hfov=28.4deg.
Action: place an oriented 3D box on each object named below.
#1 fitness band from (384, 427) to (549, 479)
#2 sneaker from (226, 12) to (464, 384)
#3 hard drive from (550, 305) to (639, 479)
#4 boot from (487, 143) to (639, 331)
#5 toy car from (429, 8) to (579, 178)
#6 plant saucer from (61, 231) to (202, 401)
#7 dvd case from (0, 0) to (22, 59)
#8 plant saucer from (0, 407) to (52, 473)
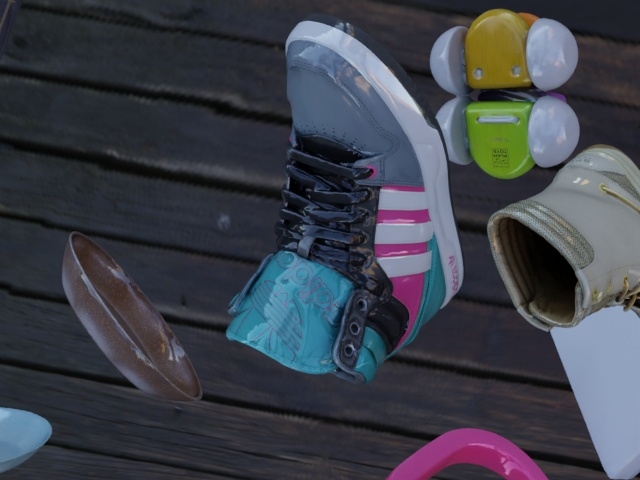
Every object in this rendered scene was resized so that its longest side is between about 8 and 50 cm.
[{"bbox_3d":[0.181,0.321,1.459,0.209,0.291,0.054,43,124,19],"label":"fitness band"},{"bbox_3d":[0.000,0.000,0.897,0.124,0.295,0.178,21,59,36],"label":"sneaker"},{"bbox_3d":[0.403,0.088,1.472,0.047,0.353,0.233,5,49,-25],"label":"hard drive"},{"bbox_3d":[0.276,0.049,1.142,0.203,0.095,0.262,-29,83,-48],"label":"boot"},{"bbox_3d":[0.213,-0.160,1.379,0.159,0.136,0.182,2,100,34],"label":"toy car"},{"bbox_3d":[-0.185,0.080,1.194,0.036,0.198,0.198,-37,82,1],"label":"plant saucer"},{"bbox_3d":[-0.145,-0.124,0.518,0.018,0.164,0.221,22,92,1],"label":"dvd case"},{"bbox_3d":[-0.422,0.251,1.527,0.195,0.195,0.037,1,104,0],"label":"plant saucer"}]
